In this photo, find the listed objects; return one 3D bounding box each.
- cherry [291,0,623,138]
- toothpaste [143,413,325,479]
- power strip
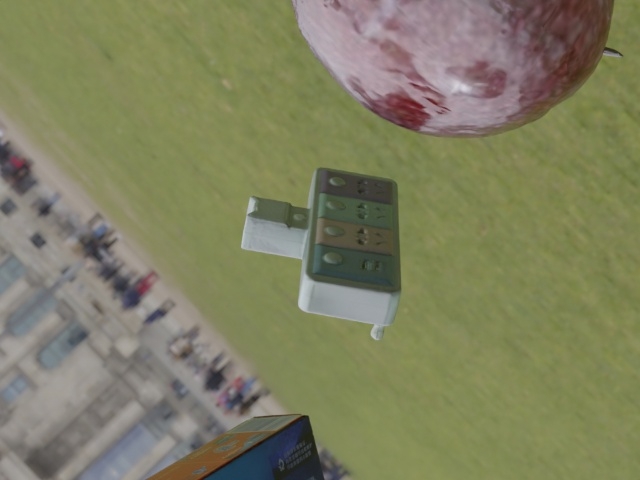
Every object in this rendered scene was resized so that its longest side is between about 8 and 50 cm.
[{"bbox_3d":[0.101,-0.192,0.984,0.300,0.203,0.230,20,169,-19],"label":"cherry"},{"bbox_3d":[-0.109,0.212,0.878,0.066,0.320,0.076,-9,97,36],"label":"toothpaste"},{"bbox_3d":[0.000,0.000,1.144,0.145,0.061,0.215,11,-151,-3],"label":"power strip"}]
